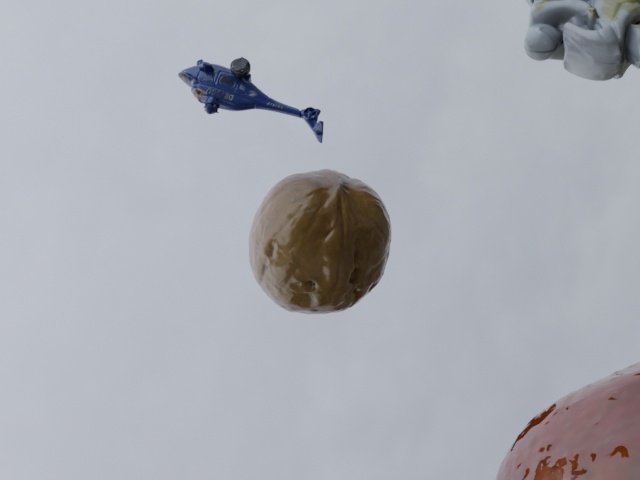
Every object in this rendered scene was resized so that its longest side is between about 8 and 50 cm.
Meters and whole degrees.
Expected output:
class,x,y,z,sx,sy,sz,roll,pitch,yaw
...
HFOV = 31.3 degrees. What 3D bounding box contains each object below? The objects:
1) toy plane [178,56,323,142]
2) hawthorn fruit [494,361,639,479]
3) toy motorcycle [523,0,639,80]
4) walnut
class,x,y,z,sx,sy,sz,roll,pitch,yaw
toy plane,-0.071,-0.144,1.178,0.054,0.167,0.062,92,-161,-59
hawthorn fruit,0.183,0.165,0.622,0.205,0.253,0.205,30,-131,-41
toy motorcycle,0.251,-0.206,1.060,0.151,0.229,0.074,-17,-50,-7
walnut,0.000,0.000,1.578,0.195,0.195,0.222,-47,-17,-38
